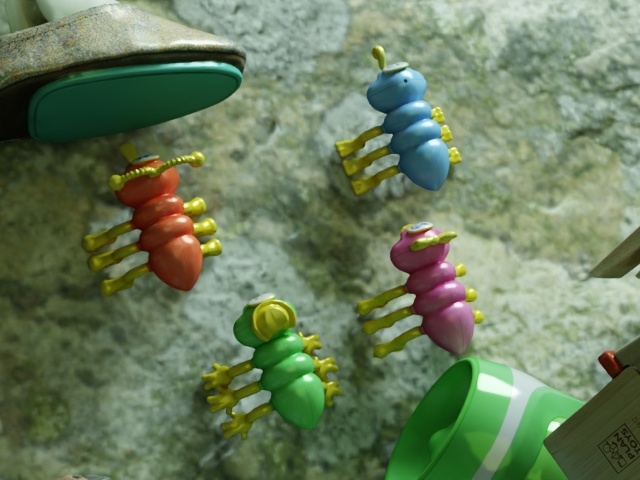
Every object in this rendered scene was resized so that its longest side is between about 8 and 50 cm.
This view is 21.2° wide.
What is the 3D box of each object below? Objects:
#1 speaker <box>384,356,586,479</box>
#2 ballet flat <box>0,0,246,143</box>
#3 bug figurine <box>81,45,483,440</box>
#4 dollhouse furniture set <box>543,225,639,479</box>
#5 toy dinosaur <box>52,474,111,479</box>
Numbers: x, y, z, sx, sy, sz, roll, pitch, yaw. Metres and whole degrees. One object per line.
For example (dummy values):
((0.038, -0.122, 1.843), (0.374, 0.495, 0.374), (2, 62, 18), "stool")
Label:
((0.192, 0.195, 1.100), (0.297, 0.131, 0.131), (32, 68, -9), "speaker")
((-0.200, -0.109, 1.055), (0.316, 0.107, 0.106), (-16, 75, -23), "ballet flat")
((0.000, 0.000, 1.111), (0.279, 0.072, 0.216), (-23, 85, -23), "bug figurine")
((0.262, 0.103, 1.081), (0.259, 0.135, 0.262), (4, 46, -55), "dollhouse furniture set")
((-0.241, 0.236, 0.896), (0.127, 0.200, 0.295), (29, 69, -10), "toy dinosaur")
